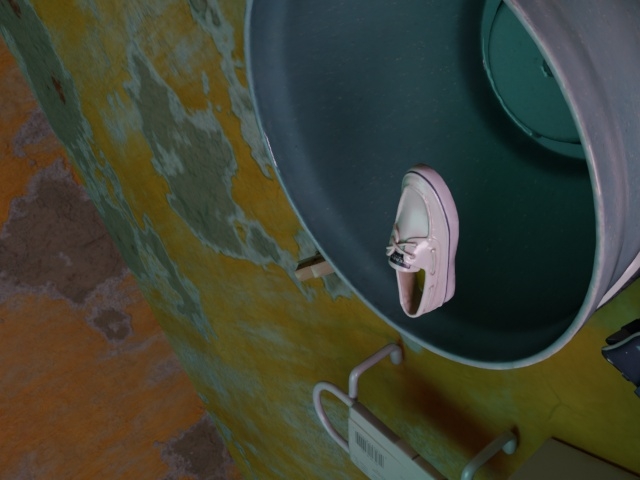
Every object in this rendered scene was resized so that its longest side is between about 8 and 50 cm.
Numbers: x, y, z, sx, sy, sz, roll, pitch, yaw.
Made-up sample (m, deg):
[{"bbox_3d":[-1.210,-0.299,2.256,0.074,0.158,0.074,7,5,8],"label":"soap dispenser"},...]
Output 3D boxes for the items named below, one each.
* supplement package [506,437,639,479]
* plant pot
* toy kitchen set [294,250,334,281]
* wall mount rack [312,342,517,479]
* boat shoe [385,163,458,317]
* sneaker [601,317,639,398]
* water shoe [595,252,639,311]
[{"bbox_3d":[0.283,0.298,0.669,0.179,0.105,0.105,14,132,56],"label":"supplement package"},{"bbox_3d":[0.113,-0.091,0.446,0.293,0.196,0.293,42,150,32],"label":"plant pot"},{"bbox_3d":[0.000,0.000,0.895,0.068,0.083,0.075,-69,-43,-69],"label":"toy kitchen set"},{"bbox_3d":[0.144,0.319,0.920,0.350,0.130,0.304,35,141,40],"label":"wall mount rack"},{"bbox_3d":[0.055,0.004,0.384,0.035,0.035,0.100,35,146,40],"label":"boat shoe"},{"bbox_3d":[0.291,0.143,0.521,0.163,0.086,0.226,53,163,32],"label":"sneaker"},{"bbox_3d":[0.200,0.030,0.564,0.080,0.072,0.203,53,153,15],"label":"water shoe"}]
